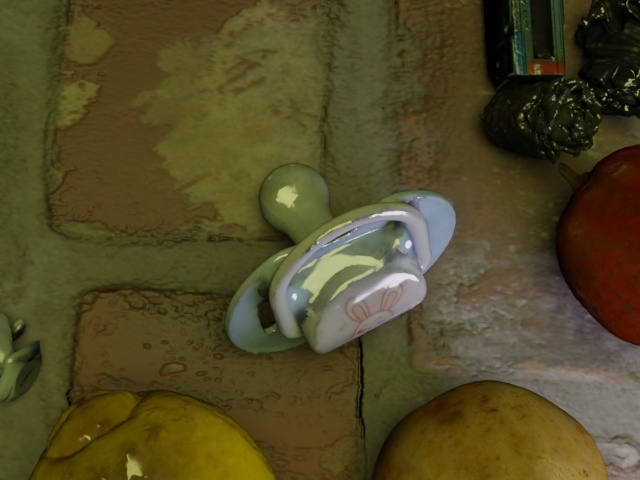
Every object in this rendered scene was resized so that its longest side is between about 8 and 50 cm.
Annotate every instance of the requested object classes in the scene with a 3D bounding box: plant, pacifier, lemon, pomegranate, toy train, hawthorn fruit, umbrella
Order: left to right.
[{"bbox_3d":[-0.158,0.305,1.335,0.285,0.285,0.316,-37,131,-11],"label":"lemon"},{"bbox_3d":[0.000,0.000,1.444,0.287,0.238,0.226,-31,58,-8],"label":"pacifier"},{"bbox_3d":[0.179,0.279,1.393,0.260,0.260,0.260,1,82,-7],"label":"pomegranate"},{"bbox_3d":[0.242,-0.385,1.570,0.089,0.086,0.409,0,82,-8],"label":"toy train"},{"bbox_3d":[0.257,-0.139,1.504,0.094,0.143,0.092,-48,121,-29],"label":"plant"},{"bbox_3d":[0.361,-0.003,1.475,0.250,0.215,0.215,41,79,7],"label":"hawthorn fruit"},{"bbox_3d":[0.411,-0.306,1.552,0.128,0.154,0.336,36,77,-42],"label":"umbrella"}]

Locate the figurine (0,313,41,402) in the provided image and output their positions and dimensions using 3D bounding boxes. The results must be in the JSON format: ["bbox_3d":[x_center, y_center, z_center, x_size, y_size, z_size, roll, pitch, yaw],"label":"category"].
[{"bbox_3d":[-0.357,0.124,1.437,0.086,0.082,0.094,27,69,14],"label":"figurine"}]
